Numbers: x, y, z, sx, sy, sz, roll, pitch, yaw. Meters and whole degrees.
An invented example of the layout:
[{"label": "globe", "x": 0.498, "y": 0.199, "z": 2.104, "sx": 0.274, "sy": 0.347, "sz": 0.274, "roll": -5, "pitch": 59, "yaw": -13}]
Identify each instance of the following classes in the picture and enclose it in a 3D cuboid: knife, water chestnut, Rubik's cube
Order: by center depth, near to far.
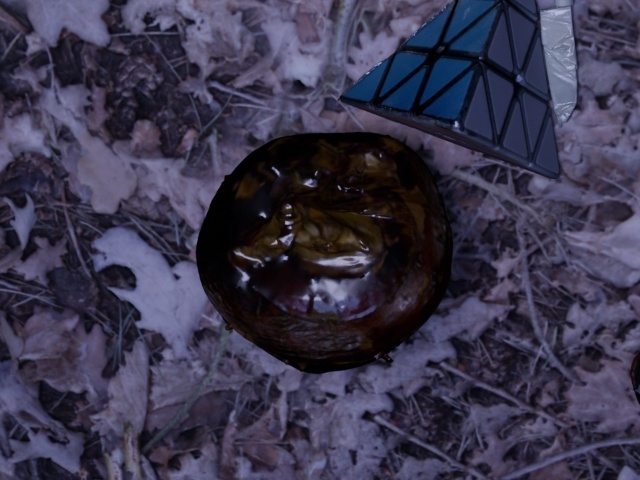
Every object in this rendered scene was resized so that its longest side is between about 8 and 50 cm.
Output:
[{"label": "Rubik's cube", "x": 0.184, "y": -0.192, "z": 1.527, "sx": 0.229, "sy": 0.233, "sz": 0.228, "roll": 61, "pitch": 158, "yaw": 23}, {"label": "knife", "x": 0.301, "y": -0.286, "z": 1.537, "sx": 0.047, "sy": 0.017, "sz": 0.298, "roll": -4, "pitch": 113, "yaw": 15}, {"label": "water chestnut", "x": 0.000, "y": 0.000, "z": 1.537, "sx": 0.335, "sy": 0.347, "sz": 0.335, "roll": -5, "pitch": 65, "yaw": 10}]

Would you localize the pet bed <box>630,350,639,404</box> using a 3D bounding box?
[{"label": "pet bed", "x": 0.523, "y": 0.188, "z": 1.652, "sx": 0.201, "sy": 0.053, "sz": 0.201, "roll": 3, "pitch": 110, "yaw": 9}]
